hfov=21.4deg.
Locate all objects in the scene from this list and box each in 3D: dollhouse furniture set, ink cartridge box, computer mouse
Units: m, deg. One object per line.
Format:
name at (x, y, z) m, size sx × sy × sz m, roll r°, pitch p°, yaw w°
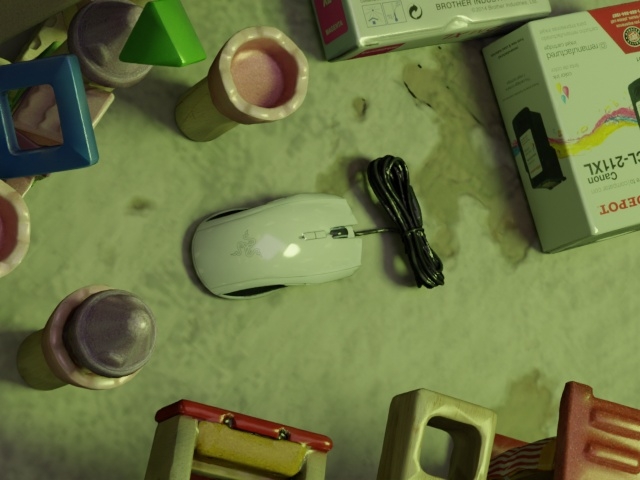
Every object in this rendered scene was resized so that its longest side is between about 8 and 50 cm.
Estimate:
dollhouse furniture set at (0.058, 0.162, 1.147) m, size 0.374 × 0.201 × 0.152 m, roll 17°, pitch 72°, yaw -16°
ink cartridge box at (0.221, -0.090, 1.346) m, size 0.127 × 0.072 × 0.175 m, roll -14°, pitch 85°, yaw -29°
ink cartridge box at (0.054, -0.303, 1.317) m, size 0.185 × 0.065 × 0.311 m, roll -12°, pitch 87°, yaw -30°
computer mouse at (0.000, 0.000, 1.234) m, size 0.193 × 0.042 × 0.106 m, roll -12°, pitch 85°, yaw -28°

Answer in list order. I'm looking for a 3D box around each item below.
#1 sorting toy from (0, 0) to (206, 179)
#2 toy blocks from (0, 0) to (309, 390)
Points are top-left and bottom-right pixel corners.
sorting toy at (-0.177, -0.207, 0.916) m, size 0.348 × 0.196 × 0.047 m, roll 66°, pitch 24°, yaw -4°
toy blocks at (-0.176, -0.094, 1.042) m, size 0.309 × 0.260 × 0.288 m, roll 36°, pitch 67°, yaw -15°
